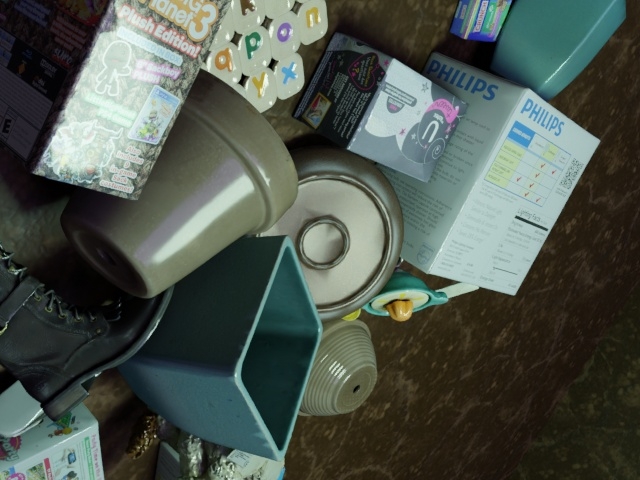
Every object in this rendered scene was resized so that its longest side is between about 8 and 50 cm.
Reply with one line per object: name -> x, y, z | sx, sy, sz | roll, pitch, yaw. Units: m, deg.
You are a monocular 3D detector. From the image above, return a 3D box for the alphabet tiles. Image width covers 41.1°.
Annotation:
alphabet tiles -> -0.103, -0.303, 1.220 | 0.284, 0.021, 0.277 | -34, 140, -26

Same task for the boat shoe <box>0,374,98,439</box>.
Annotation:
boat shoe -> -0.394, 0.206, 1.254 | 0.219, 0.077, 0.070 | -39, 173, -31

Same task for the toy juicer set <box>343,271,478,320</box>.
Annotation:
toy juicer set -> 0.129, 0.126, 1.659 | 0.329, 0.089, 0.209 | 11, 150, -36

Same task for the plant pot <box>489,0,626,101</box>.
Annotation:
plant pot -> 0.437, -0.387, 1.618 | 0.234, 0.165, 0.166 | -56, 161, 7

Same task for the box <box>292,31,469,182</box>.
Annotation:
box -> 0.107, -0.216, 1.420 | 0.247, 0.142, 0.163 | 15, 106, -52

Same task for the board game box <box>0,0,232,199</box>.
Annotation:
board game box -> -0.254, -0.230, 0.933 | 0.141, 0.232, 0.290 | 15, 106, -53

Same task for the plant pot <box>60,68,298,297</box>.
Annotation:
plant pot -> -0.195, -0.058, 1.075 | 0.229, 0.263, 0.263 | -51, 145, -26

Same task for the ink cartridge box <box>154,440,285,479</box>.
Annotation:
ink cartridge box -> -0.201, 0.487, 1.590 | 0.168, 0.171, 0.232 | -13, 125, -42

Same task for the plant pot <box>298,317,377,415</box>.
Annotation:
plant pot -> 0.037, 0.275, 1.746 | 0.237, 0.110, 0.237 | -27, 134, -32

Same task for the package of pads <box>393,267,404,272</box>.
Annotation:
package of pads -> 0.170, 0.098, 1.822 | 0.050, 0.032, 0.083 | -47, 143, -6

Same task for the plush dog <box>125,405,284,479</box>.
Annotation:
plush dog -> -0.190, 0.312, 1.421 | 0.262, 0.226, 0.210 | -19, 130, -57

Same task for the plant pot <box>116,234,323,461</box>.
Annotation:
plant pot -> -0.168, 0.150, 1.279 | 0.247, 0.253, 0.247 | 72, 29, -47

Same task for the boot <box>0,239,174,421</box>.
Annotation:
boot -> -0.348, 0.085, 1.107 | 0.263, 0.091, 0.229 | -45, 102, -7

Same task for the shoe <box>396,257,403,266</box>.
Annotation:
shoe -> 0.082, 0.023, 1.625 | 0.178, 0.081, 0.063 | -3, 119, -47

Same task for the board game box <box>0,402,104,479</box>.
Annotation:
board game box -> -0.478, 0.388, 1.271 | 0.303, 0.097, 0.223 | -23, 134, -34

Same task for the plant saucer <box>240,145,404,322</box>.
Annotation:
plant saucer -> 0.000, 0.000, 1.415 | 0.311, 0.050, 0.310 | -4, 107, -15

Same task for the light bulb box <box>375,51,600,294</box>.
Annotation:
light bulb box -> 0.300, -0.116, 1.642 | 0.358, 0.225, 0.360 | 15, 105, -51

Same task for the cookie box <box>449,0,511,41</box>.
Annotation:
cookie box -> 0.294, -0.415, 1.561 | 0.107, 0.040, 0.091 | -9, 125, -44
